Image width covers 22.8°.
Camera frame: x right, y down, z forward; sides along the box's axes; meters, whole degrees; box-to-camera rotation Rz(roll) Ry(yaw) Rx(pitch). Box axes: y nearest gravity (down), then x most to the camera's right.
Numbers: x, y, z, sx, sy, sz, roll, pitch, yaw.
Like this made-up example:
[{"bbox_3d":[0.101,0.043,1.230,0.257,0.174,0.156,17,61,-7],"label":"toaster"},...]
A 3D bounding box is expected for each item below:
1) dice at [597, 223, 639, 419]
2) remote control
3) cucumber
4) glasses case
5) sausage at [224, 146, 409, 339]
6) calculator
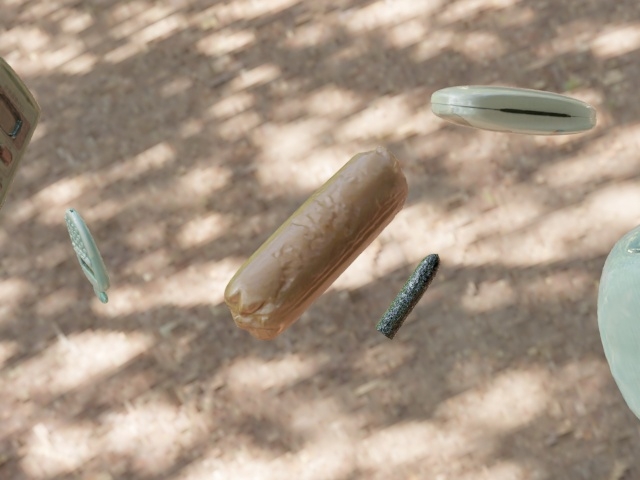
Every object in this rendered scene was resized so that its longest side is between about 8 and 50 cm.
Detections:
[{"bbox_3d":[0.500,0.084,1.814,0.268,0.262,0.265,-32,15,-35],"label":"dice"},{"bbox_3d":[-0.414,-0.082,1.899,0.038,0.123,0.285,-3,52,25],"label":"remote control"},{"bbox_3d":[0.123,0.073,2.157,0.133,0.032,0.032,-56,33,2],"label":"cucumber"},{"bbox_3d":[0.215,-0.144,1.755,0.204,0.051,0.081,2,5,-29],"label":"glasses case"},{"bbox_3d":[0.001,0.000,1.732,0.086,0.086,0.289,5,39,41],"label":"sausage"},{"bbox_3d":[-0.332,0.022,2.269,0.021,0.153,0.095,-27,31,-16],"label":"calculator"}]
